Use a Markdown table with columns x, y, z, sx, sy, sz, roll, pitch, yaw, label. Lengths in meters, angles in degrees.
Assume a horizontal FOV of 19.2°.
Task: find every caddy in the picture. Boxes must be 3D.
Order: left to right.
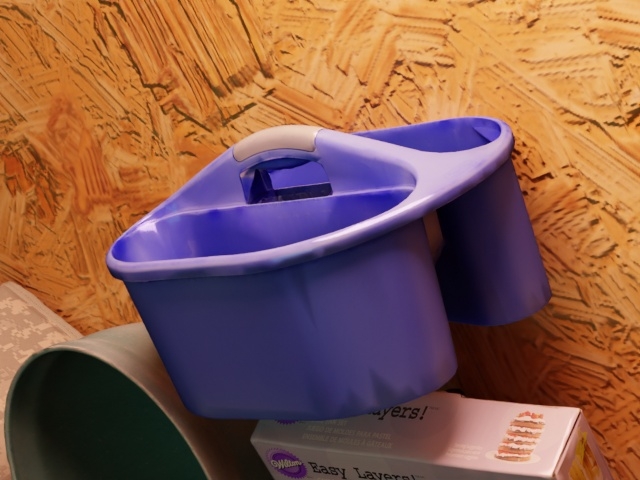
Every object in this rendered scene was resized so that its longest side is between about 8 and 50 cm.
| x | y | z | sx | sy | sz | roll | pitch | yaw | label |
| --- | --- | --- | --- | --- | --- | --- | --- | --- | --- |
| 0.000 | 0.000 | 1.361 | 0.341 | 0.241 | 0.179 | -5 | 113 | 48 | caddy |

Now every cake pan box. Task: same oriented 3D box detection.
| x | y | z | sx | sy | sz | roll | pitch | yaw | label |
| --- | --- | --- | --- | --- | --- | --- | --- | --- | --- |
| 0.103 | 0.209 | 1.387 | 0.266 | 0.070 | 0.246 | 4 | 136 | 34 | cake pan box |

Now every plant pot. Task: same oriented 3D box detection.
| x | y | z | sx | sy | sz | roll | pitch | yaw | label |
| --- | --- | --- | --- | --- | --- | --- | --- | --- | --- |
| -0.100 | 0.188 | 1.599 | 0.293 | 0.196 | 0.293 | 25 | 128 | 38 | plant pot |

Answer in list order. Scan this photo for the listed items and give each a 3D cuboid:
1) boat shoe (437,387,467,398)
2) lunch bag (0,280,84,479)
| x | y | z | sx | sy | sz | roll | pitch | yaw | label |
| --- | --- | --- | --- | --- | --- | --- | --- | --- | --- |
| 0.123 | 0.174 | 1.474 | 0.049 | 0.042 | 0.133 | 0 | 112 | 69 | boat shoe |
| -0.315 | 0.184 | 1.798 | 0.287 | 0.235 | 0.169 | 45 | 137 | 21 | lunch bag |
